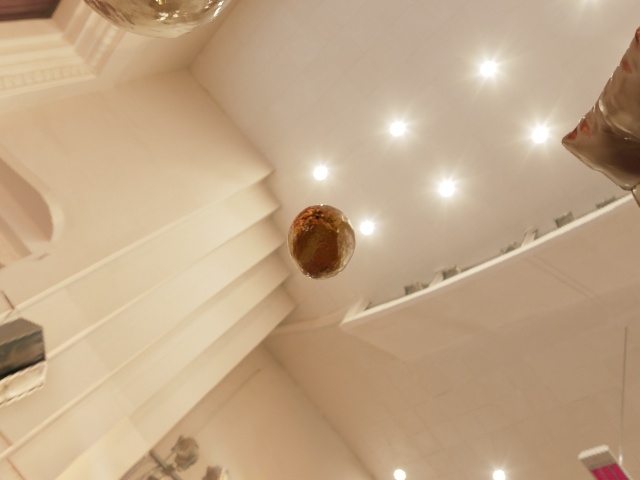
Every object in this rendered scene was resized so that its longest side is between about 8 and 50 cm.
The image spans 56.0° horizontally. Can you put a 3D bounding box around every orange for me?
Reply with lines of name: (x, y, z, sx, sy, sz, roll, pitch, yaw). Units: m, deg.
orange: (0.000, 0.000, 0.722, 0.085, 0.085, 0.095, 15, -38, 22)

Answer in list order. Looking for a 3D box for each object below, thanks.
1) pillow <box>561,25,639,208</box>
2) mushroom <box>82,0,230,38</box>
pillow: (0.264, -0.066, 0.298, 0.228, 0.101, 0.326, 53, -11, 20)
mushroom: (-0.133, -0.210, 0.386, 0.351, 0.094, 0.123, 45, -39, 45)
